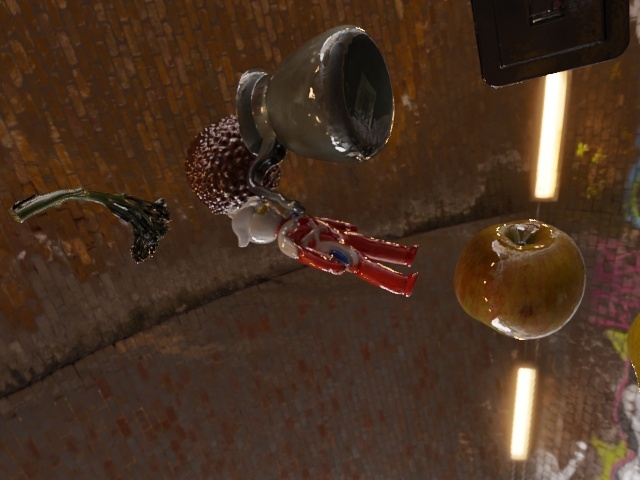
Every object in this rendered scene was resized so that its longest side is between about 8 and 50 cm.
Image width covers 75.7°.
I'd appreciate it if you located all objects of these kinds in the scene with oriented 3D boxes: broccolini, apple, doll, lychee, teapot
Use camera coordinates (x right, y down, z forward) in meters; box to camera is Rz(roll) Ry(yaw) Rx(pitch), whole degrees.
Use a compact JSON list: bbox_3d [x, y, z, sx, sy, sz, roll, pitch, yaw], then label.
[{"bbox_3d":[-0.348,-0.019,0.658,0.271,0.062,0.123,-3,-95,-66],"label":"broccolini"},{"bbox_3d":[0.432,0.075,0.904,0.264,0.264,0.264,-10,-73,-37],"label":"apple"},{"bbox_3d":[0.000,0.000,0.805,0.188,0.384,0.099,-65,-11,-65],"label":"doll"},{"bbox_3d":[-0.243,-0.205,1.151,0.275,0.276,0.304,14,-65,-40],"label":"lychee"},{"bbox_3d":[-0.028,-0.211,0.775,0.223,0.285,0.305,-15,-76,-54],"label":"teapot"}]

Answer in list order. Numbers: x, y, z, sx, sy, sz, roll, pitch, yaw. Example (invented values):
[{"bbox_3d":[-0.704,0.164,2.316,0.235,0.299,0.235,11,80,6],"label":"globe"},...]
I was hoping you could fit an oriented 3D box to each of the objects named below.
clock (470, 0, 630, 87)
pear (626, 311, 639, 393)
[{"bbox_3d":[0.455,-0.476,0.835,0.049,0.279,0.273,-46,-57,-50],"label":"clock"},{"bbox_3d":[0.690,0.172,0.585,0.362,0.418,0.362,28,-134,-33],"label":"pear"}]
